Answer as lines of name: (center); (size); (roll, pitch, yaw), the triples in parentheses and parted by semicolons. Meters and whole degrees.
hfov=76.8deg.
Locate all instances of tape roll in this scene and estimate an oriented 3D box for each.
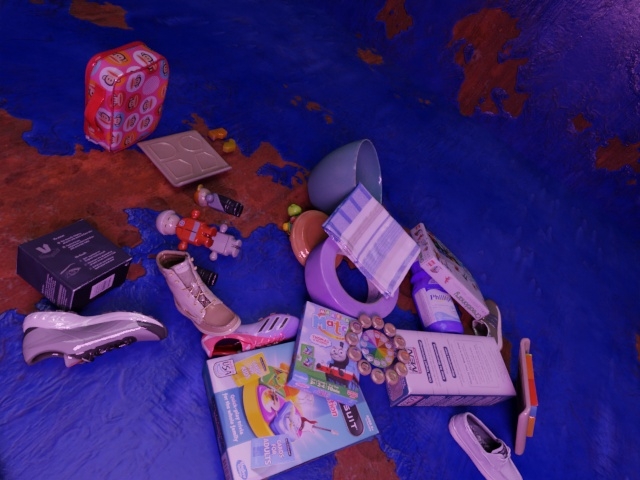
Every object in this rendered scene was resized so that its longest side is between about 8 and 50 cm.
tape roll: (0.093, 0.106, 1.158); (0.274, 0.090, 0.275); (16, 58, -28)

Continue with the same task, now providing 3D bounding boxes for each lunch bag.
lunch bag: (-0.566, -0.395, 1.153); (0.120, 0.293, 0.258); (35, 44, -3)

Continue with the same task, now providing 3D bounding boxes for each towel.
towel: (0.154, -0.004, 1.145); (0.285, 0.034, 0.209); (46, 60, -11)

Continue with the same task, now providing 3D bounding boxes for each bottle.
bottle: (0.351, 0.178, 1.274); (0.118, 0.092, 0.283); (10, 48, -24)

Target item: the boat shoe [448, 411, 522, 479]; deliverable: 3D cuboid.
boat shoe: (0.429, 0.534, 1.016); (0.227, 0.081, 0.079); (46, 47, 15)

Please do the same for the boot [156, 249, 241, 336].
boot: (-0.276, 0.114, 0.900); (0.213, 0.165, 0.077); (20, 45, 35)

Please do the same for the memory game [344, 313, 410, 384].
memory game: (0.143, 0.264, 0.992); (0.186, 0.012, 0.186); (18, 45, -18)

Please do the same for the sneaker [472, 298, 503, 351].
sneaker: (0.535, 0.265, 1.314); (0.086, 0.064, 0.192); (23, 48, -15)

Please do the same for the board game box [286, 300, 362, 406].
board game box: (0.018, 0.261, 0.954); (0.160, 0.039, 0.212); (22, 42, -11)

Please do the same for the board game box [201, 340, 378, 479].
board game box: (-0.068, 0.364, 0.906); (0.335, 0.079, 0.254); (-5, 55, -30)

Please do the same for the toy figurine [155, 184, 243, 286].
toy figurine: (-0.303, -0.013, 1.023); (0.148, 0.213, 0.210); (18, 41, 10)

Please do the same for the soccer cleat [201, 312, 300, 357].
soccer cleat: (-0.156, 0.232, 0.961); (0.247, 0.083, 0.095); (0, 24, -22)

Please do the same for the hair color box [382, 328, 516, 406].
hair color box: (0.344, 0.354, 1.110); (0.346, 0.105, 0.174); (9, 49, -21)

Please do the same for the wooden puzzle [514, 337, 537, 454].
wooden puzzle: (0.559, 0.424, 1.100); (0.044, 0.221, 0.239); (4, 41, 25)

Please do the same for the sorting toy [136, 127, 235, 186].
sorting toy: (-0.401, -0.281, 1.322); (0.229, 0.041, 0.307); (43, 46, 18)

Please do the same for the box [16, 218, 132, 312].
box: (-0.543, 0.055, 0.897); (0.158, 0.093, 0.156); (37, 33, 5)

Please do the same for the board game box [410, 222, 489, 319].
board game box: (0.415, 0.098, 1.301); (0.305, 0.053, 0.193); (41, 26, -22)

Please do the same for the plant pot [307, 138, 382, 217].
plant pot: (0.072, -0.178, 1.340); (0.195, 0.291, 0.290); (0, 39, 24)

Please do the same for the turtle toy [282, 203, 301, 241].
turtle toy: (-0.067, -0.055, 1.276); (0.095, 0.066, 0.130); (-13, 59, -35)

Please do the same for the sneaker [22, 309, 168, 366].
sneaker: (-0.461, 0.206, 0.838); (0.271, 0.100, 0.108); (1, 61, -19)

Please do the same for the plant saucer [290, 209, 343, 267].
plant saucer: (0.000, 0.000, 1.231); (0.199, 0.037, 0.200); (13, 67, -34)
